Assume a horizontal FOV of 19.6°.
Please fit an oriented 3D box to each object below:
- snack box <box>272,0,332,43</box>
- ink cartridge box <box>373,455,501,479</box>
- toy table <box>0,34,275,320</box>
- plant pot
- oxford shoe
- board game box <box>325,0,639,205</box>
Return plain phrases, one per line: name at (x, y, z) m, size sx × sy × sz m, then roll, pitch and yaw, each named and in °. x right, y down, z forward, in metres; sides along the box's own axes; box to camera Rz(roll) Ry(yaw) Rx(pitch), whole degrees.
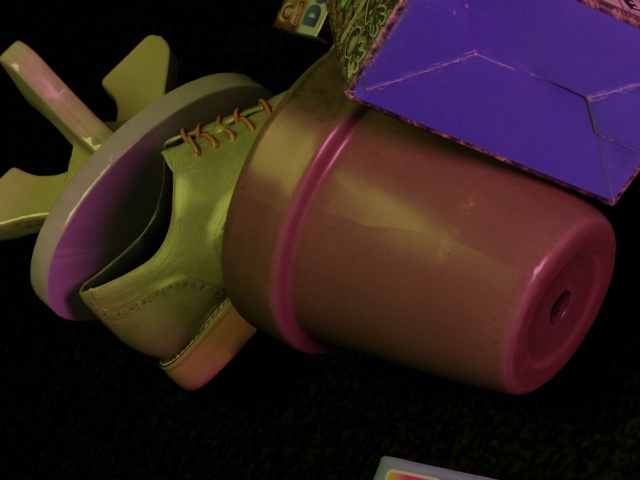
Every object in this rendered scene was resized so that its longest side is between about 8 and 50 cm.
snack box at (0.017, -0.272, 1.743) m, size 0.064 × 0.022 × 0.178 m, roll 19°, pitch 84°, yaw 44°
ink cartridge box at (0.123, 0.368, 1.253) m, size 0.270 × 0.151 × 0.395 m, roll 5°, pitch 76°, yaw 44°
toy table at (-0.186, -0.068, 1.695) m, size 0.274 × 0.252 × 0.161 m, roll -38°, pitch 51°, yaw -22°
plant pot at (0.092, -0.001, 1.409) m, size 0.229 × 0.263 × 0.263 m, roll 28°, pitch 91°, yaw 29°
oxford shoe at (-0.051, -0.064, 1.577) m, size 0.397 × 0.146 × 0.140 m, roll -55°, pitch 15°, yaw 3°
board game box at (0.131, -0.196, 1.382) m, size 0.141 × 0.232 × 0.291 m, roll -57°, pitch 24°, yaw 29°
